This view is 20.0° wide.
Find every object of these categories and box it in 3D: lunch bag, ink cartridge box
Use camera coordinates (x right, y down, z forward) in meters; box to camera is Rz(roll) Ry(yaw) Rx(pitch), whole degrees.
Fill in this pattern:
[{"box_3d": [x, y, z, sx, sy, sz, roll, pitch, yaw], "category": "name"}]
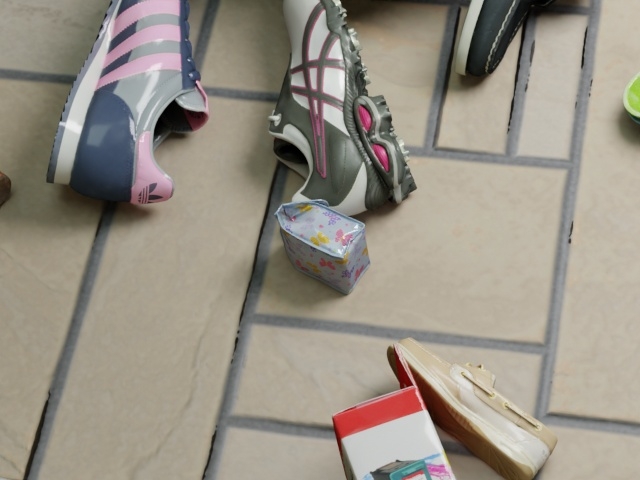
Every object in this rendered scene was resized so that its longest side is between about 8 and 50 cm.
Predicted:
[{"box_3d": [0.000, 0.000, 1.665, 0.083, 0.071, 0.053, 24, 64, 21], "category": "lunch bag"}, {"box_3d": [0.072, 0.216, 1.479, 0.078, 0.134, 0.231, -19, 56, -5], "category": "ink cartridge box"}]

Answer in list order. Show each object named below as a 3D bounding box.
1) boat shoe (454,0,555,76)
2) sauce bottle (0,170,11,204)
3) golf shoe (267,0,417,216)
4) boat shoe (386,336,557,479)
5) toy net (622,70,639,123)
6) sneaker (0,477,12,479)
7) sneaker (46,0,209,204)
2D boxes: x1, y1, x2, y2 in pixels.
[{"box_3d": [0.242, -0.298, 1.785, 0.113, 0.127, 0.340, 25, 74, 8], "category": "boat shoe"}, {"box_3d": [-0.359, -0.076, 1.776, 0.128, 0.042, 0.042, 32, 66, 27], "category": "sauce bottle"}, {"box_3d": [-0.005, -0.141, 1.742, 0.120, 0.105, 0.273, -21, 56, 1], "category": "golf shoe"}, {"box_3d": [0.132, 0.138, 1.569, 0.170, 0.063, 0.059, 42, 67, 18], "category": "boat shoe"}, {"box_3d": [0.385, -0.192, 1.735, 0.122, 0.045, 0.232, 9, 59, 42], "category": "toy net"}, {"box_3d": [-0.324, 0.312, 1.491, 0.118, 0.110, 0.292, 18, 53, 26], "category": "sneaker"}, {"box_3d": [-0.160, -0.169, 1.789, 0.131, 0.112, 0.319, 19, 63, -1], "category": "sneaker"}]
